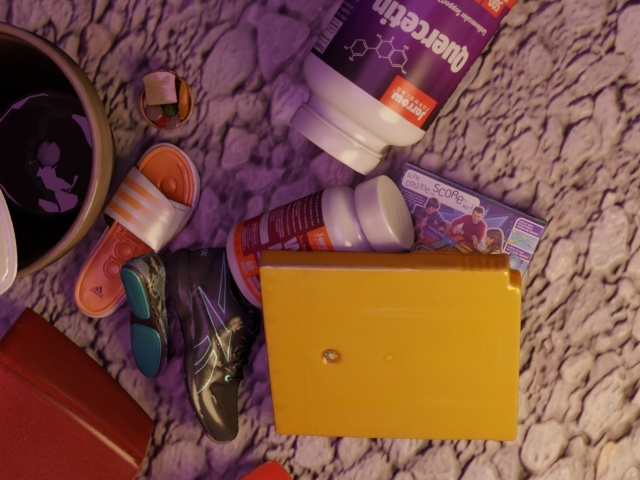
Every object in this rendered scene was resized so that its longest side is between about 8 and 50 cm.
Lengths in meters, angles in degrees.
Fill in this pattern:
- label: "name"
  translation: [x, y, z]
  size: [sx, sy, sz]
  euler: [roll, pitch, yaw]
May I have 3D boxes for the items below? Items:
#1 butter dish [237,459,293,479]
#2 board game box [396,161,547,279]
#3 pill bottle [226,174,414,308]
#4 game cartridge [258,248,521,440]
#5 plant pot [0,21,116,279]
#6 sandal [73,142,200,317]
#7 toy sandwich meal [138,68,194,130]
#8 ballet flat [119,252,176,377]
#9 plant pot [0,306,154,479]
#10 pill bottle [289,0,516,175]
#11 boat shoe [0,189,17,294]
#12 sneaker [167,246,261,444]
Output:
- label: "butter dish"
  translation: [-0.089, 0.402, 1.856]
  size: [0.160, 0.118, 0.160]
  euler: [-32, 83, -32]
- label: "board game box"
  translation: [0.178, -0.003, 1.826]
  size: [0.201, 0.035, 0.136]
  euler: [25, 97, 7]
- label: "pill bottle"
  translation: [0.000, 0.000, 1.791]
  size: [0.221, 0.121, 0.121]
  euler: [-21, 90, 22]
- label: "game cartridge"
  translation: [0.092, 0.135, 1.772]
  size: [0.324, 0.052, 0.285]
  euler: [0, 125, 6]
- label: "plant pot"
  translation: [-0.396, -0.112, 1.786]
  size: [0.323, 0.280, 0.323]
  euler: [0, 94, 8]
- label: "sandal"
  translation: [-0.253, -0.006, 1.872]
  size: [0.102, 0.076, 0.265]
  euler: [31, 97, 6]
- label: "toy sandwich meal"
  translation: [-0.210, -0.190, 1.879]
  size: [0.086, 0.029, 0.085]
  euler: [1, 93, 9]
- label: "ballet flat"
  translation: [-0.223, 0.099, 1.872]
  size: [0.070, 0.070, 0.188]
  euler: [4, 125, 9]
- label: "plant pot"
  translation: [-0.368, 0.282, 1.828]
  size: [0.236, 0.267, 0.267]
  euler: [31, 97, -6]
- label: "pill bottle"
  translation: [0.101, -0.247, 1.750]
  size: [0.181, 0.181, 0.323]
  euler: [35, 98, 6]
- label: "boat shoe"
  translation: [-0.439, -0.070, 1.610]
  size: [0.109, 0.091, 0.305]
  euler: [-30, 89, -9]
- label: "sneaker"
  translation: [-0.132, 0.137, 1.851]
  size: [0.106, 0.101, 0.267]
  euler: [-9, 92, 7]
